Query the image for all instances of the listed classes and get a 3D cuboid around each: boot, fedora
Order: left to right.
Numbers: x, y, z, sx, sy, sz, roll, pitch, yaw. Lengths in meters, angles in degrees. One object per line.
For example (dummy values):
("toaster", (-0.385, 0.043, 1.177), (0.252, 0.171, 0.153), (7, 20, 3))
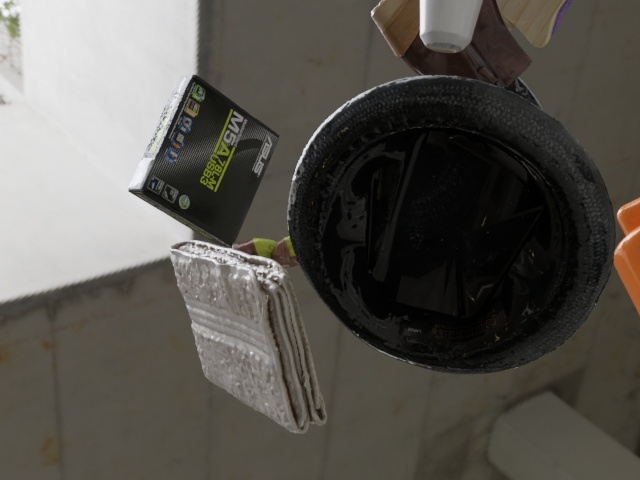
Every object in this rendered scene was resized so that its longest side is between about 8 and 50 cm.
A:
("fedora", (0.132, -0.033, 0.984), (0.152, 0.334, 0.334), (-56, -29, -49))
("boot", (0.217, -0.317, 1.395), (0.207, 0.090, 0.248), (43, -78, -5))

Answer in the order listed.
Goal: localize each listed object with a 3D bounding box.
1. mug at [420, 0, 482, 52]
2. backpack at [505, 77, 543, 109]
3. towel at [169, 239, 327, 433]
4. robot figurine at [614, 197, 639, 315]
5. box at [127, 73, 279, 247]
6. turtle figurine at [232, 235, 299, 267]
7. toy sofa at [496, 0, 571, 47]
("mug", (0.125, -0.209, 0.960), (0.078, 0.062, 0.064), (13, -96, -46))
("backpack", (0.255, -0.166, 1.728), (0.253, 0.225, 0.191), (-31, -2, -20))
("towel", (-0.092, 0.102, 1.159), (0.049, 0.282, 0.187), (-19, -76, -26))
("robot figurine", (0.395, 0.050, 1.085), (0.128, 0.219, 0.158), (-10, -27, -20))
("box", (-0.164, -0.112, 1.470), (0.184, 0.045, 0.190), (34, -108, -38))
("turtle figurine", (0.000, 0.000, 1.312), (0.217, 0.269, 0.087), (-17, -87, 9))
("toy sofa", (0.364, -0.465, 1.478), (0.150, 0.177, 0.362), (-39, -14, -35))
